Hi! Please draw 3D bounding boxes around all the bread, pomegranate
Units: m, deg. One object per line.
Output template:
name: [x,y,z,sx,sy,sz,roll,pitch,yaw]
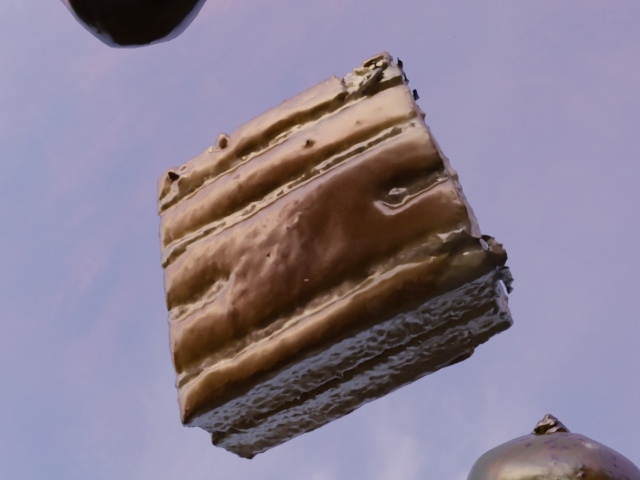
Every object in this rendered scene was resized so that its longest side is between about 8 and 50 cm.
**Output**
bread: [0.000,0.000,0.554,0.246,0.239,0.111,-27,-38,15]
pomegranate: [0.230,0.300,0.715,0.198,0.246,0.198,13,-52,18]

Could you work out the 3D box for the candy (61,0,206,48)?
candy: [-0.092,-0.242,0.479,0.234,0.102,0.104,-52,-124,13]
